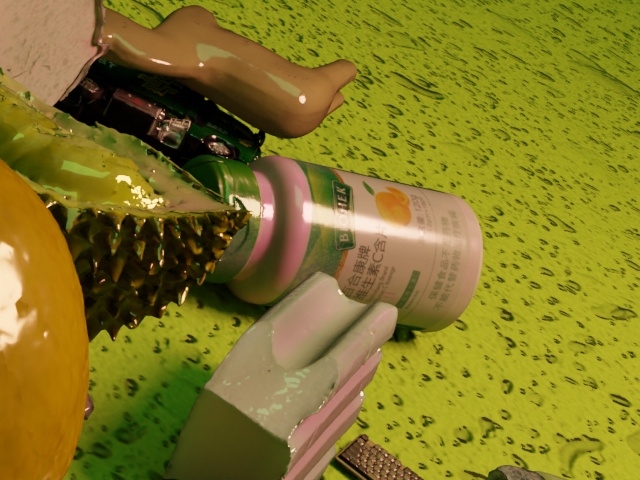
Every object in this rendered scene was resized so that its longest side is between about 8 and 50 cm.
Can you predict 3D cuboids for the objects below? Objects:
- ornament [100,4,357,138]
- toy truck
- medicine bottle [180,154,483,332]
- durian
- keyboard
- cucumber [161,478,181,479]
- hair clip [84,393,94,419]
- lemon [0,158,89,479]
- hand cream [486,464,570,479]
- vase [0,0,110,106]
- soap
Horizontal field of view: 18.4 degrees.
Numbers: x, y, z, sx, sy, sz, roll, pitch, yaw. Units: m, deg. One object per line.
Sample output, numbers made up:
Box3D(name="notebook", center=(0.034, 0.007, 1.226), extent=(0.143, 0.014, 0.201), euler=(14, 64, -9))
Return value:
Box3D(name="ornament", center=(-0.100, -0.165, 1.799), extent=(0.230, 0.061, 0.245), euler=(29, 21, 7))
Box3D(name="toy truck", center=(-0.179, -0.113, 1.797), extent=(0.259, 0.088, 0.121), euler=(27, 27, -5))
Box3D(name="medicine bottle", center=(0.000, 0.000, 1.735), extent=(0.274, 0.133, 0.133), euler=(10, 34, -32))
Box3D(name="durian", center=(-0.225, -0.046, 1.436), extent=(0.352, 0.158, 0.169), euler=(34, 49, 22))
Box3D(name="keyboard", center=(0.072, 0.204, 1.589), extent=(0.129, 0.015, 0.049), euler=(37, 28, 13))
Box3D(name="cucumber", center=(-0.047, 0.248, 1.341), extent=(0.074, 0.074, 0.241), euler=(-3, 41, -47))
Box3D(name="hair clip", center=(-0.243, 0.071, 1.477), extent=(0.146, 0.056, 0.187), euler=(14, 23, -26))
Box3D(name="lemon", center=(-0.293, 0.082, 1.106), extent=(0.348, 0.348, 0.348), euler=(23, 28, -13))
Box3D(name="hand cream", center=(0.219, 0.232, 1.657), extent=(0.175, 0.046, 0.095), euler=(22, 14, -25))
Box3D(name="vase", center=(-0.399, -0.266, 1.686), extent=(0.445, 0.250, 0.250), euler=(38, 28, 25))
Box3D(name="soap", center=(-0.032, 0.126, 1.491), extent=(0.091, 0.145, 0.230), euler=(26, 21, 11))
